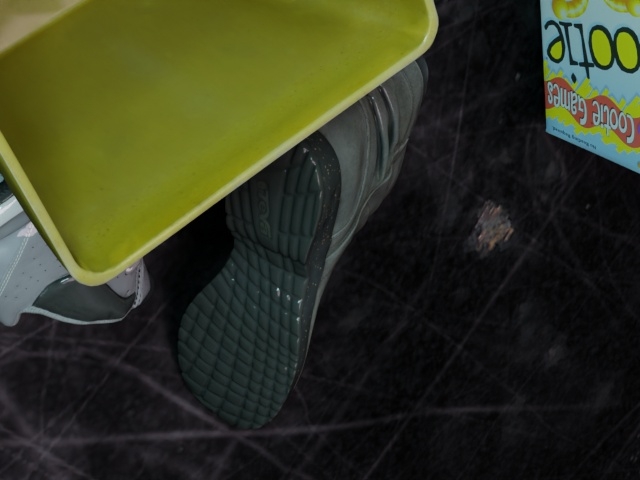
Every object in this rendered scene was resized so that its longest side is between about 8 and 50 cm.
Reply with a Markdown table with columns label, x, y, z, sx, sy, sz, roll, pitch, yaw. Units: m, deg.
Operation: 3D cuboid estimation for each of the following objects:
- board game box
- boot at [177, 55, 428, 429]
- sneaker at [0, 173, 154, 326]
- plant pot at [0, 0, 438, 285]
| label | x | y | z | sx | sy | sz | roll | pitch | yaw |
| --- | --- | --- | --- | --- | --- | --- | --- | --- | --- |
| board game box | 0.240 | -0.197 | 0.794 | 0.142 | 0.144 | 0.275 | -23 | 122 | -23 |
| boot | 0.000 | 0.000 | 0.764 | 0.161 | 0.083 | 0.247 | -40 | 156 | -48 |
| sneaker | -0.104 | -0.031 | 0.684 | 0.228 | 0.086 | 0.132 | -32 | 132 | -10 |
| plant pot | -0.105 | -0.147 | 0.548 | 0.212 | 0.187 | 0.212 | -37 | 129 | -18 |
